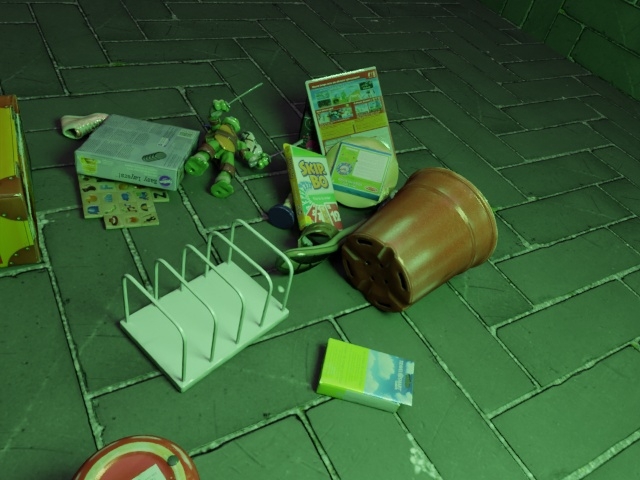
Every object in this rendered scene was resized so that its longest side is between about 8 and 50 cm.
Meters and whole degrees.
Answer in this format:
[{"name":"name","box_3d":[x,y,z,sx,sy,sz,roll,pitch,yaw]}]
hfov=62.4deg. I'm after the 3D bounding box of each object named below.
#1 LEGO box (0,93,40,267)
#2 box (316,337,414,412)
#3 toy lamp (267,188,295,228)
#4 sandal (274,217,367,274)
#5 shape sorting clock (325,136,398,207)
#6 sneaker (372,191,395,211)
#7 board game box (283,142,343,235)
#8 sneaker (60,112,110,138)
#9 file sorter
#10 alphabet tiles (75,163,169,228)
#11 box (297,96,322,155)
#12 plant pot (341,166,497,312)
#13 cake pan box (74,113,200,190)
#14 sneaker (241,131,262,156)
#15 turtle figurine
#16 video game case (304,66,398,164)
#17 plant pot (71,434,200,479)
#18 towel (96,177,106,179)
[{"name":"LEGO box","box_3d":[-0.855,-0.106,1.040,0.501,0.193,0.372,-9,48,-24]},{"name":"box","box_3d":[0.090,0.265,1.034,0.179,0.042,0.109,15,43,0]},{"name":"toy lamp","box_3d":[-0.058,-0.138,1.399,0.080,0.080,0.274,22,44,7]},{"name":"sandal","box_3d":[0.000,0.000,1.230,0.303,0.120,0.086,-26,80,-46]},{"name":"shape sorting clock","box_3d":[0.107,-0.185,1.433,0.207,0.040,0.206,-1,72,2]},{"name":"sneaker","box_3d":[0.161,-0.124,1.459,0.076,0.064,0.166,-8,45,-17]},{"name":"board game box","box_3d":[-0.020,-0.135,1.349,0.124,0.039,0.259,10,55,-40]},{"name":"sneaker","box_3d":[-0.629,-0.305,1.427,0.135,0.050,0.070,-7,48,-18]},{"name":"file sorter","box_3d":[-0.212,0.106,1.021,0.193,0.173,0.278,38,46,22]},{"name":"alphabet tiles","box_3d":[-0.477,-0.117,1.289,0.199,0.009,0.237,-6,49,-27]},{"name":"box","box_3d":[0.064,-0.327,1.585,0.248,0.142,0.163,10,42,-5]},{"name":"plant pot","box_3d":[0.207,0.010,1.199,0.265,0.272,0.272,-33,60,-31]},{"name":"cake pan box","box_3d":[-0.458,-0.235,1.363,0.246,0.070,0.266,11,33,-7]},{"name":"sneaker","box_3d":[-0.208,-0.278,1.529,0.044,0.040,0.109,-16,50,-27]},{"name":"turtle figurine","box_3d":[-0.220,-0.260,1.376,0.275,0.197,0.266,5,50,14]},{"name":"video game case","box_3d":[0.087,-0.323,1.476,0.204,0.284,0.025,-14,3,-5]},{"name":"plant pot","box_3d":[-0.254,0.374,0.725,0.191,0.174,0.191,8,41,-7]},{"name":"towel","box_3d":[-0.534,-0.175,1.345,0.083,0.009,0.060,-7,47,-23]}]
